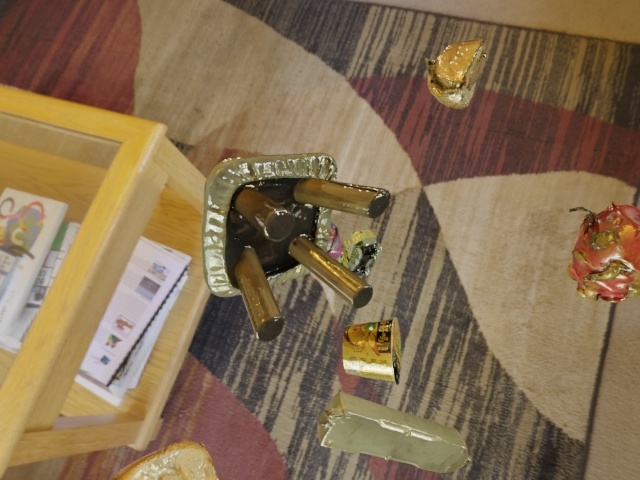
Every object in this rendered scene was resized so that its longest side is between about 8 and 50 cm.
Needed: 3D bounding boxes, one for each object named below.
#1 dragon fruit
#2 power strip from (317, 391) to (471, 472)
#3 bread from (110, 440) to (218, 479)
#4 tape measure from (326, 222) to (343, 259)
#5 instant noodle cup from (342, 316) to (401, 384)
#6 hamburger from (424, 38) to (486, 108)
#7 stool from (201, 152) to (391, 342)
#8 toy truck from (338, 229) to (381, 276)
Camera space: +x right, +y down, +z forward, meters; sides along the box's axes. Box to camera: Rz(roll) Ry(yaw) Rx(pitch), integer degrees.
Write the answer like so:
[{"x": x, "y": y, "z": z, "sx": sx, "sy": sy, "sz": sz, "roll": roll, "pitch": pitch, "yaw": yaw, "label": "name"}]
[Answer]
[{"x": 0.843, "y": 0.051, "z": 1.310, "sx": 0.269, "sy": 0.291, "sz": 0.250, "roll": 3, "pitch": 42, "yaw": -19, "label": "dragon fruit"}, {"x": 0.125, "y": 0.315, "z": 0.733, "sx": 0.286, "sy": 0.048, "sz": 0.080, "roll": 23, "pitch": 113, "yaw": -18, "label": "power strip"}, {"x": -0.140, "y": 0.223, "z": 0.405, "sx": 0.076, "sy": 0.083, "sz": 0.070, "roll": 52, "pitch": 130, "yaw": 28, "label": "bread"}, {"x": 0.000, "y": 0.000, "z": 1.315, "sx": 0.118, "sy": 0.074, "sz": 0.125, "roll": 7, "pitch": 61, "yaw": -33, "label": "tape measure"}, {"x": 0.121, "y": 0.252, "z": 1.054, "sx": 0.122, "sy": 0.151, "sz": 0.151, "roll": -2, "pitch": 72, "yaw": 14, "label": "instant noodle cup"}, {"x": 0.245, "y": -0.309, "z": 0.859, "sx": 0.102, "sy": 0.087, "sz": 0.176, "roll": 8, "pitch": 52, "yaw": 29, "label": "hamburger"}, {"x": -0.052, "y": 0.006, "z": 0.897, "sx": 0.310, "sy": 0.310, "sz": 0.226, "roll": -13, "pitch": 36, "yaw": -32, "label": "stool"}, {"x": 0.112, "y": 0.035, "z": 1.423, "sx": 0.085, "sy": 0.191, "sz": 0.116, "roll": -13, "pitch": 59, "yaw": -22, "label": "toy truck"}]
